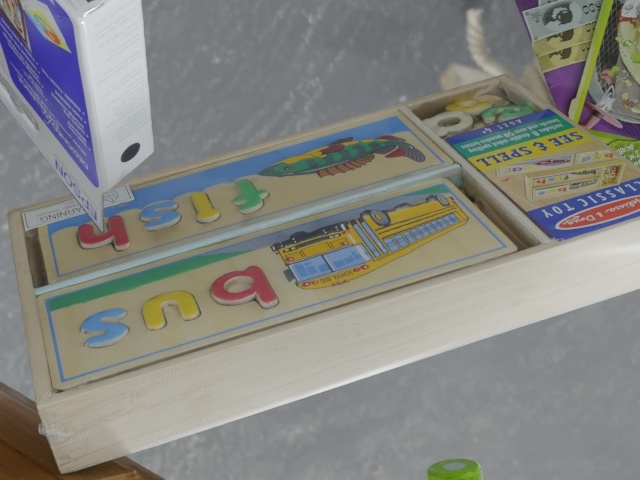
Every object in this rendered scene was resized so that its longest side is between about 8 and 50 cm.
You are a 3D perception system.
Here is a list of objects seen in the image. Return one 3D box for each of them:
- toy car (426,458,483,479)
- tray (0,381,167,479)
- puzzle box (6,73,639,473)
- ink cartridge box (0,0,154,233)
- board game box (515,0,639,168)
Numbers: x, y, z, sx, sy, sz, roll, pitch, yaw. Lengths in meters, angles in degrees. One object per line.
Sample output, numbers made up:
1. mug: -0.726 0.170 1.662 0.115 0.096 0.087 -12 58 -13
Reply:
1. toy car: 0.071 0.292 1.049 0.188 0.155 0.149 -8 -173 -12
2. tray: -0.308 0.118 0.765 0.203 0.411 0.076 -2 108 -49
3. puzzle box: 0.000 0.000 0.815 0.409 0.272 0.052 -17 120 -11
4. ink cartridge box: -0.168 -0.135 0.682 0.045 0.206 0.208 -32 159 -23
5. board game box: 0.299 -0.185 0.829 0.347 0.208 0.056 -22 174 42
